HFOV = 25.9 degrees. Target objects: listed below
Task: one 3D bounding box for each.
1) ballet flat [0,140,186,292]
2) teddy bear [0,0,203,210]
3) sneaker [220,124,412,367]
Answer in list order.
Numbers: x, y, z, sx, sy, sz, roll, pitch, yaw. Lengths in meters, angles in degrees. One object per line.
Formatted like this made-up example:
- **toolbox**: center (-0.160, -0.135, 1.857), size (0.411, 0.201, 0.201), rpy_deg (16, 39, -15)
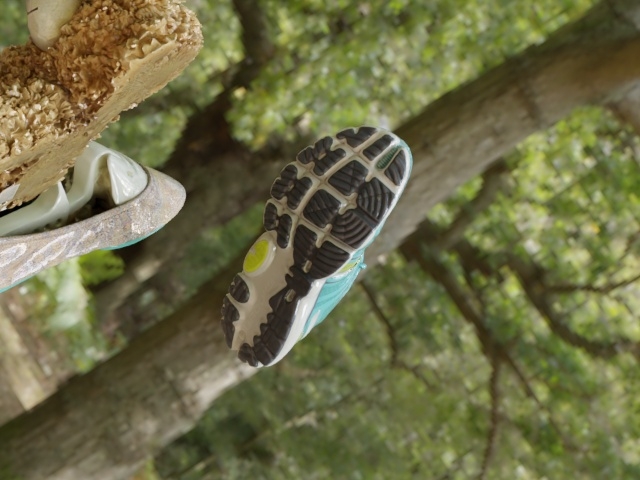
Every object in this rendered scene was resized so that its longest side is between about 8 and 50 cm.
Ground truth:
- **ballet flat**: center (-0.245, -0.035, 1.343), size (0.107, 0.316, 0.106), rpy_deg (26, -54, 28)
- **teddy bear**: center (-0.246, -0.089, 1.052), size (0.113, 0.338, 0.245), rpy_deg (52, 33, 2)
- **sneaker**: center (0.000, 0.000, 1.302), size (0.107, 0.275, 0.110), rpy_deg (46, 32, 18)
